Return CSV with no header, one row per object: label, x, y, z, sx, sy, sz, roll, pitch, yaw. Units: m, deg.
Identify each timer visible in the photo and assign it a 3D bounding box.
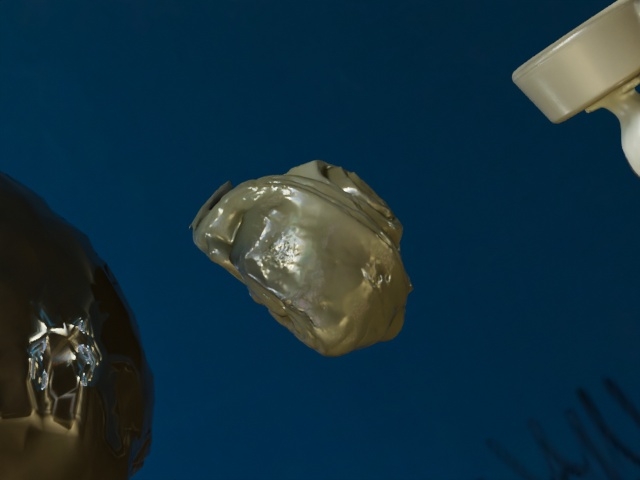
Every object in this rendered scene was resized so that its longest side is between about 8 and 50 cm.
timer,0.358,-0.125,1.627,0.175,0.266,0.175,-34,0,0

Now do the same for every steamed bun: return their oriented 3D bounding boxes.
steamed bun,-0.002,-0.001,1.351,0.144,0.211,0.218,-56,-22,11

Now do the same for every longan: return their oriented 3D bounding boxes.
longan,-0.349,0.112,1.104,0.436,0.404,0.404,13,-40,3
